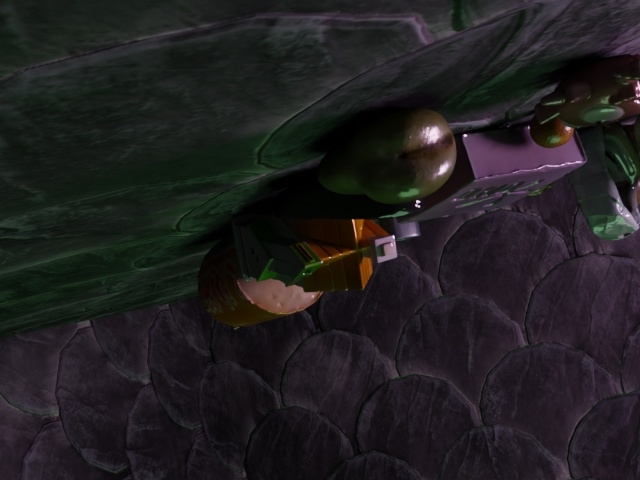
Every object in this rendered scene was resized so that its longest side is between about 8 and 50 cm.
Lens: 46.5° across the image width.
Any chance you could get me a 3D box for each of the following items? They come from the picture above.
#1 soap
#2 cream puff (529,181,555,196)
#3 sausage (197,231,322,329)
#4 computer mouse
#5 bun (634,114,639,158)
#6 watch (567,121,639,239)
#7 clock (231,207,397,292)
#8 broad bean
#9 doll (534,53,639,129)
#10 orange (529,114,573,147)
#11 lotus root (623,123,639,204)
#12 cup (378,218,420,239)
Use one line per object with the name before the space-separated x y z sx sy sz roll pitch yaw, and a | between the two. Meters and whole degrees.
soap | 0.328 -0.136 1.511 0.296 0.107 0.285 -10 169 -26
cream puff | 0.503 -0.173 1.788 0.144 0.126 0.103 -9 -167 8
sausage | -0.137 0.072 1.705 0.233 0.233 0.287 -15 175 -29
computer mouse | 0.043 -0.087 1.264 0.270 0.086 0.137 0 -167 18
bun | 0.903 -0.215 1.690 0.349 0.227 0.352 -5 -164 13
watch | 0.679 -0.132 1.791 0.162 0.253 0.241 -20 -148 38
clock | 0.000 0.001 1.436 0.235 0.166 0.309 -15 -166 -27
broad bean | 0.093 -0.121 1.047 0.189 0.121 0.263 -21 -168 -16
doll | 0.420 -0.218 1.080 0.211 0.093 0.262 -11 178 0
orange | 0.424 -0.206 1.363 0.085 0.085 0.085 -17 176 -1
lotus root | 0.848 -0.225 2.018 0.260 0.149 0.267 -26 -155 0
cup | 0.194 -0.063 1.957 0.095 0.129 0.128 -8 175 -25
